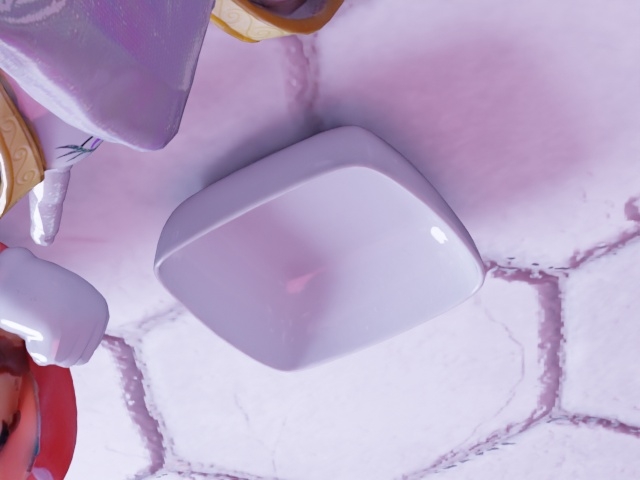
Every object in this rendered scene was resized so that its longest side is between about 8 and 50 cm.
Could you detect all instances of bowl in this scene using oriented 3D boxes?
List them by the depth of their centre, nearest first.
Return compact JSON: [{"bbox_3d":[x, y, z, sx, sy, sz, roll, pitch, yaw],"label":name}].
[{"bbox_3d":[0.000,0.000,0.870,0.142,0.053,0.142,-25,138,21],"label":"bowl"}]

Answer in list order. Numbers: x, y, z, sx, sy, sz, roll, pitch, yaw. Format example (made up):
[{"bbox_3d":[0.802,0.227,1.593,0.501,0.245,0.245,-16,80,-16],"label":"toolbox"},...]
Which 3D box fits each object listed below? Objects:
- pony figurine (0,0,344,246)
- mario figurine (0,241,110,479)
[{"bbox_3d":[-0.033,-0.149,0.538,0.363,0.303,0.351,-28,149,1],"label":"pony figurine"},{"bbox_3d":[-0.232,0.045,0.785,0.198,0.170,0.320,5,149,46],"label":"mario figurine"}]
